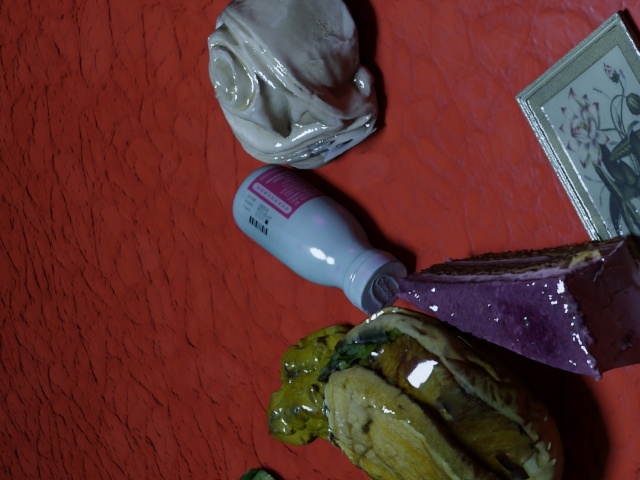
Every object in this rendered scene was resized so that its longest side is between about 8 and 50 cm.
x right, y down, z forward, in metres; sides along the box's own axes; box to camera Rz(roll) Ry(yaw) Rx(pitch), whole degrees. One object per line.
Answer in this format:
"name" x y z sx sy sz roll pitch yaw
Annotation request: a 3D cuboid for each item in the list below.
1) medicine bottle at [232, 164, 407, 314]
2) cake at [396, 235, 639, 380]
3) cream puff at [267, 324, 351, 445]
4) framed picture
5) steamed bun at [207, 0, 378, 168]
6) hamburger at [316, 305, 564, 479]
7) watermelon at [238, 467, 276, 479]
"medicine bottle" 0.000 0.000 1.857 0.216 0.090 0.090 37 134 38
"cake" 0.193 0.043 1.585 0.295 0.116 0.113 13 115 53
"cream puff" 0.000 0.171 1.923 0.146 0.116 0.146 34 134 45
"framed picture" 0.273 -0.068 1.517 0.231 0.010 0.173 62 145 11
"steamed bun" -0.047 -0.173 1.787 0.218 0.144 0.211 -29 83 56
"hamburger" 0.121 0.186 1.711 0.265 0.134 0.285 38 161 -2
"watermelon" -0.079 0.346 2.161 0.105 0.062 0.105 35 137 40
